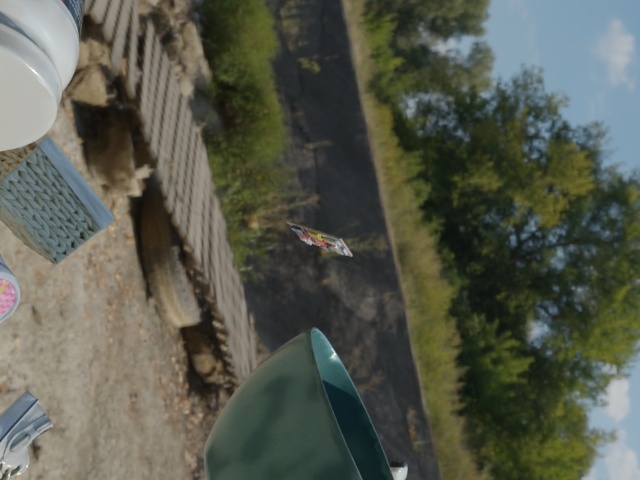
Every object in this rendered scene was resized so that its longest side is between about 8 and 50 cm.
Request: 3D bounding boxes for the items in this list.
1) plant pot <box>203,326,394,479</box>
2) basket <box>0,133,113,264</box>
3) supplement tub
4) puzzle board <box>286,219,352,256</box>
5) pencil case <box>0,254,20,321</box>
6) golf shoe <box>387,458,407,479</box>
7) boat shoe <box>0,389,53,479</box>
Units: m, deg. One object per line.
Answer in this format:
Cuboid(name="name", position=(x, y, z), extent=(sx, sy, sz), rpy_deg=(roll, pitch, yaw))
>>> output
Cuboid(name="plant pot", position=(-0.035, 0.286, 1.034), extent=(0.290, 0.195, 0.290), rpy_deg=(63, 5, -10))
Cuboid(name="basket", position=(-0.374, -0.061, 1.043), extent=(0.113, 0.103, 0.167), rpy_deg=(25, -25, 37))
Cuboid(name="supplement tub", position=(-0.318, -0.242, 0.746), extent=(0.191, 0.191, 0.272), rpy_deg=(77, 9, -61))
Cuboid(name="puzzle board", position=(0.000, 0.000, 1.351), extent=(0.128, 0.096, 0.011), rpy_deg=(50, 60, -73))
Cuboid(name="pencil case", position=(-0.442, -0.016, 0.906), extent=(0.273, 0.113, 0.124), rpy_deg=(52, -37, 27))
Cuboid(name="golf shoe", position=(0.130, 0.518, 1.613), extent=(0.094, 0.077, 0.198), rpy_deg=(-94, -161, -45))
Cuboid(name="boat shoe", position=(-0.488, 0.328, 1.207), extent=(0.088, 0.096, 0.267), rpy_deg=(48, 11, -9))
